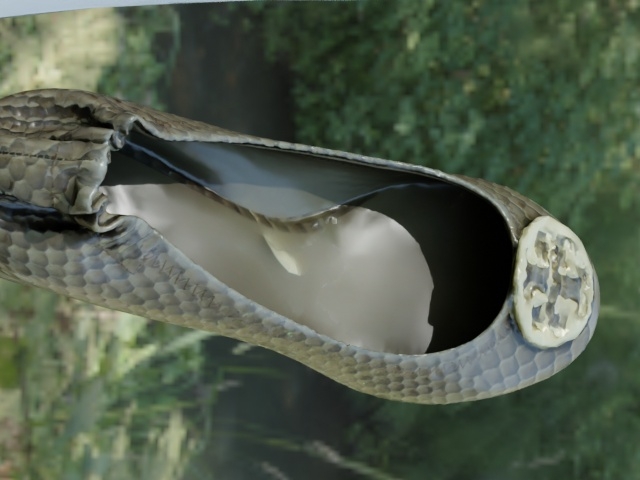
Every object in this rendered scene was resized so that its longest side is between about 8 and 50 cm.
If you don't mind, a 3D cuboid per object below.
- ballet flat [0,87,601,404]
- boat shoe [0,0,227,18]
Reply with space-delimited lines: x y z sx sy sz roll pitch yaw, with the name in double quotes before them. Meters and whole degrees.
"ballet flat" 0.000 0.000 0.523 0.250 0.058 0.084 15 69 -29
"boat shoe" -0.083 -0.135 0.535 0.113 0.306 0.105 -138 -131 -57
